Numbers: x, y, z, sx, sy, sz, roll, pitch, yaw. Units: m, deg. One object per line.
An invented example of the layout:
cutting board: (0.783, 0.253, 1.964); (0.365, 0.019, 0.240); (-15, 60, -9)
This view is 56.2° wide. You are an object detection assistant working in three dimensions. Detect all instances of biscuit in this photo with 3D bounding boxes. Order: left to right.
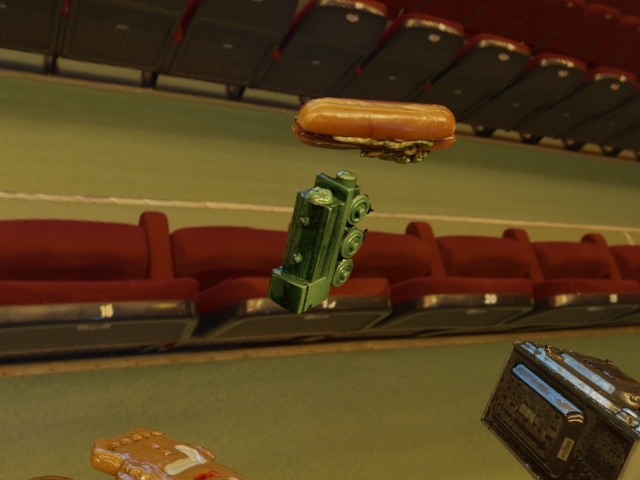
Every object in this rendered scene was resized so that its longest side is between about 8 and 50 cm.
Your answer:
biscuit: (-0.181, 0.313, 0.792); (0.249, 0.035, 0.184); (20, 2, 26)

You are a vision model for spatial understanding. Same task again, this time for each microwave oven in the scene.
microwave oven: (0.299, 0.203, 0.637); (0.163, 0.129, 0.205); (17, 10, -20)

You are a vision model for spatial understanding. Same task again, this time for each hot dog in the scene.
hot dog: (0.115, -0.212, 1.168); (0.338, 0.135, 0.100); (1, 78, -13)

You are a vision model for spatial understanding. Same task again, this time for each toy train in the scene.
toy train: (0.000, 0.000, 0.722); (0.071, 0.170, 0.111); (30, 31, 28)

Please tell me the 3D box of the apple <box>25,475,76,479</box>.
apple: (-0.353, 0.399, 0.706); (0.173, 0.235, 0.210); (48, 28, -8)
